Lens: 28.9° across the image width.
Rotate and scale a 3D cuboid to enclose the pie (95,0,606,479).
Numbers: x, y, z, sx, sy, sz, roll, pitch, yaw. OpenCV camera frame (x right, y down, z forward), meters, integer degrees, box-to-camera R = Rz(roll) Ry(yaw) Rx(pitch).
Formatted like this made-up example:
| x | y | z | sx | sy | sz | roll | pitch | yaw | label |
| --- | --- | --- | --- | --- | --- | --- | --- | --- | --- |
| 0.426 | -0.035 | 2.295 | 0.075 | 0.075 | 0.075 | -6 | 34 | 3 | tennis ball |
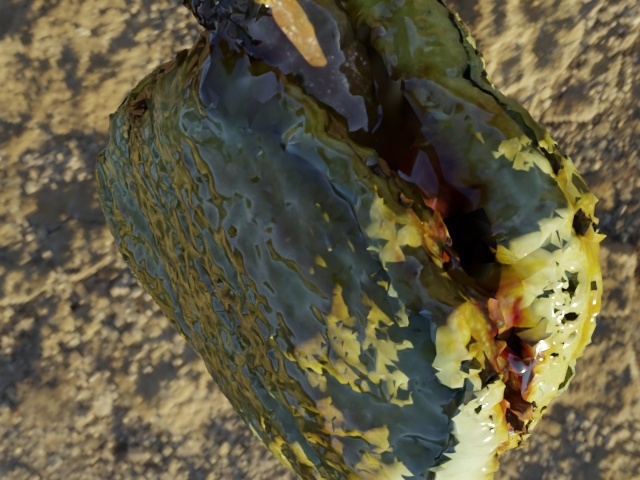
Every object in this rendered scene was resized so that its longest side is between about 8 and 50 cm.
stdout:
| x | y | z | sx | sy | sz | roll | pitch | yaw | label |
| --- | --- | --- | --- | --- | --- | --- | --- | --- | --- |
| 0.000 | 0.020 | 0.852 | 0.395 | 0.180 | 0.418 | 56 | 151 | 13 | pie |
